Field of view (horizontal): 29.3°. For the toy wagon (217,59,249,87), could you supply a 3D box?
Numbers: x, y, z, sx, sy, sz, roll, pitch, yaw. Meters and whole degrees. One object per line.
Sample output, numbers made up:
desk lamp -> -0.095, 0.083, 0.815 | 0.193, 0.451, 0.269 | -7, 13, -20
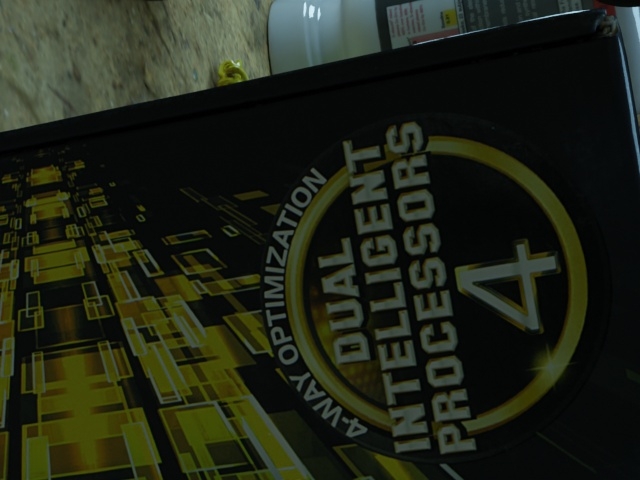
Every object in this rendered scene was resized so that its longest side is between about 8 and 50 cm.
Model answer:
toy wagon -> 0.016, -0.029, 1.112 | 0.344, 0.068, 0.267 | 56, 25, -38

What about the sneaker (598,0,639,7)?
sneaker -> 0.195, -0.306, 0.744 | 0.295, 0.123, 0.178 | 74, 18, -57

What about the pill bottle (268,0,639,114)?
pill bottle -> 0.143, -0.201, 1.260 | 0.210, 0.362, 0.210 | -10, 90, -77

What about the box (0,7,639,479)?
box -> -0.025, 0.149, 0.413 | 0.097, 0.318, 0.395 | -10, 91, -76
